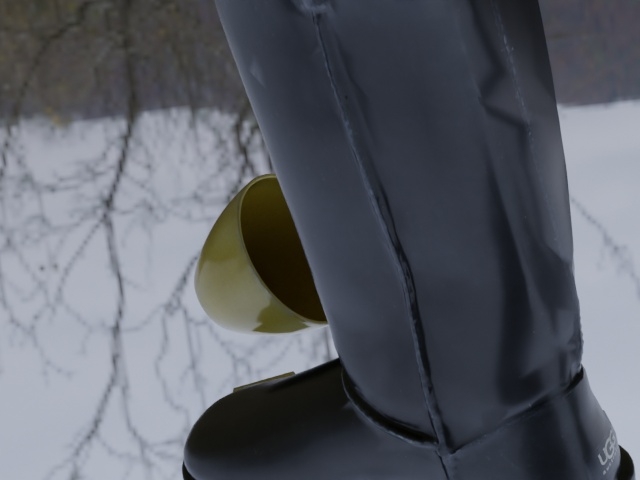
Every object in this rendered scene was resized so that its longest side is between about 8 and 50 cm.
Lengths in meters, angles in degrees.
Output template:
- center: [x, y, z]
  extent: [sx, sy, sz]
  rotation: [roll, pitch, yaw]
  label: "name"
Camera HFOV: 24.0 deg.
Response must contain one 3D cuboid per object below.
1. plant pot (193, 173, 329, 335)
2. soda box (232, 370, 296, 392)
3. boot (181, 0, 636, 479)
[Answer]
- center: [-0.049, 0.026, 1.242]
  extent: [0.095, 0.134, 0.134]
  rotation: [-32, 174, 35]
  label: "plant pot"
- center: [-0.047, 0.193, 1.237]
  extent: [0.061, 0.058, 0.181]
  rotation: [-17, -148, 19]
  label: "soda box"
- center: [0.002, 0.000, 1.006]
  extent: [0.367, 0.445, 0.146]
  rotation: [-1, -146, 31]
  label: "boot"
